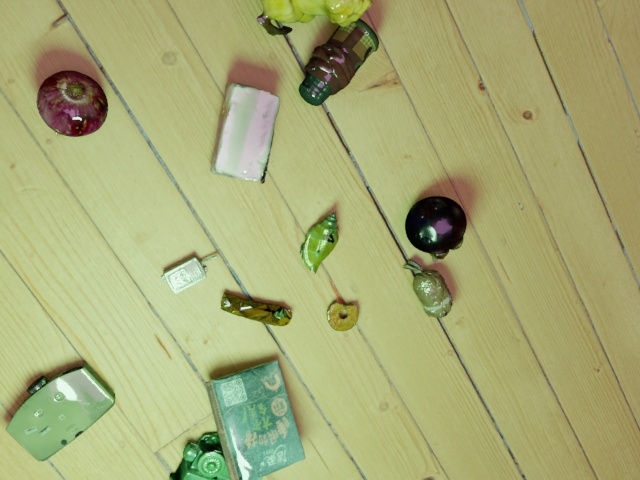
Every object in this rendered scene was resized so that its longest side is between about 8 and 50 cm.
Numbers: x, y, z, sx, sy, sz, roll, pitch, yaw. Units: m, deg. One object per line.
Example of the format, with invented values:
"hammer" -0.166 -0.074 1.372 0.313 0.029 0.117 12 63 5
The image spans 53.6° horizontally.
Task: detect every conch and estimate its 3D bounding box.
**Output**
"conch" 0.002 0.000 1.953 0.095 0.079 0.201 35 98 0

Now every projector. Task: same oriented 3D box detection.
"projector" -0.747 0.475 1.807 0.269 0.088 0.193 -38 107 -7

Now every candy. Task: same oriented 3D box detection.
"candy" -0.215 -0.304 1.809 0.155 0.116 0.265 10 97 -17

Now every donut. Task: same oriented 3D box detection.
"donut" 0.066 0.240 2.026 0.108 0.043 0.097 16 94 -19

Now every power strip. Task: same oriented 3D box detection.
"power strip" -0.380 0.090 1.869 0.175 0.042 0.075 -29 105 -9

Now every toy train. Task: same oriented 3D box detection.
"toy train" -0.315 0.721 1.948 0.266 0.145 0.202 28 94 -19

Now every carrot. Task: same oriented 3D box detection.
"carrot" -0.199 0.213 1.937 0.228 0.069 0.069 17 95 -18

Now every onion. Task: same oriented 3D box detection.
"onion" -0.648 -0.357 1.660 0.177 0.153 0.177 0 89 -12

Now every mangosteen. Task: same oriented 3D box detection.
"mangosteen" 0.371 -0.032 2.005 0.194 0.194 0.230 -37 134 -7

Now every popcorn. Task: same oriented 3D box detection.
"popcorn" -0.032 -0.699 1.688 0.349 0.349 0.382 41 83 -19

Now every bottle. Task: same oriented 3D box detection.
"bottle" 0.041 -0.510 1.839 0.271 0.143 0.156 -52 148 -5

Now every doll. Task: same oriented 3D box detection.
"doll" 0.358 0.153 2.068 0.105 0.115 0.221 -28 100 0

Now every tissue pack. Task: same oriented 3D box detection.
"tissue pack" -0.194 0.541 1.896 0.228 0.103 0.316 -12 79 -29
